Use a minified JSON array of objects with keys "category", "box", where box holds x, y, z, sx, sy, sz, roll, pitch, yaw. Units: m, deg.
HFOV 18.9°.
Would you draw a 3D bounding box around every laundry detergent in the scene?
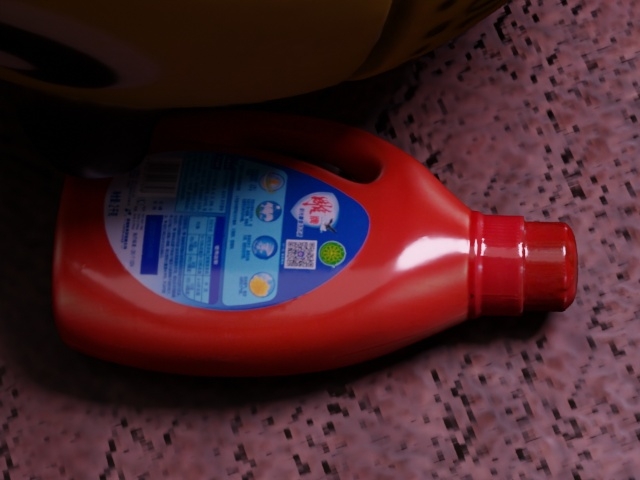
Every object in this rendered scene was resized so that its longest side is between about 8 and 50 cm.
[{"category":"laundry detergent","box":[0.000,0.000,0.620,0.165,0.049,0.097,2,59,5]}]

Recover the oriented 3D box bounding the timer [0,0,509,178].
[{"category":"timer","box":[-0.083,-0.189,0.558,0.387,0.376,0.376,-20,62,-15]}]
